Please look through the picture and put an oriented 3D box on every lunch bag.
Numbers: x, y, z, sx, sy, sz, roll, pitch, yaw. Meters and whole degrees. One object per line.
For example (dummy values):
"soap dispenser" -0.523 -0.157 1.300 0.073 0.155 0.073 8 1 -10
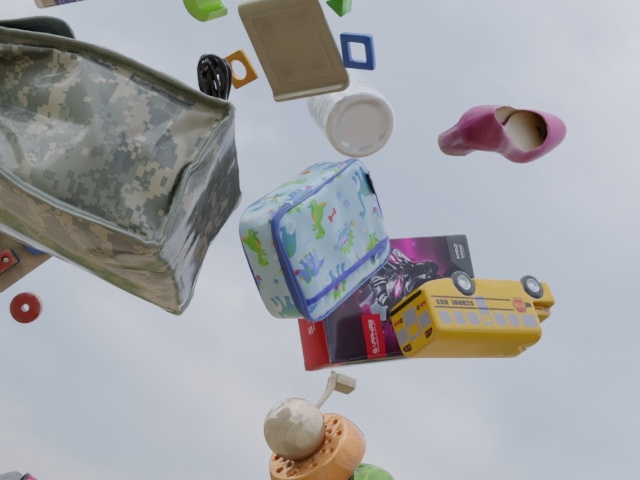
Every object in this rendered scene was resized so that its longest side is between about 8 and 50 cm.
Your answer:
"lunch bag" 0.000 0.000 1.590 0.090 0.219 0.176 -1 -65 40
"lunch bag" -0.225 -0.077 1.044 0.287 0.169 0.235 23 -17 6

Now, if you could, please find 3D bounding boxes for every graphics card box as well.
"graphics card box" 0.131 0.115 2.247 0.370 0.233 0.094 -2 -15 -31

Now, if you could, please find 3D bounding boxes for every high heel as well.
"high heel" 0.289 -0.164 1.680 0.244 0.082 0.117 -2 -14 -34

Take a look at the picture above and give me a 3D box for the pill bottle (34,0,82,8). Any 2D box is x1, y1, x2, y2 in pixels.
"pill bottle" -0.373 -0.441 1.886 0.186 0.112 0.112 -12 -23 -5

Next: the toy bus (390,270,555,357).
"toy bus" 0.288 0.139 2.141 0.332 0.130 0.108 4 -34 -37

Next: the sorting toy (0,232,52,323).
"sorting toy" -0.463 -0.020 1.723 0.274 0.132 0.046 55 -1 -3

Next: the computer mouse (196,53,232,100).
"computer mouse" -0.224 -0.119 1.419 0.060 0.262 0.184 48 -26 47

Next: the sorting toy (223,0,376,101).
"sorting toy" -0.043 -0.353 2.100 0.347 0.047 0.196 -4 -65 39

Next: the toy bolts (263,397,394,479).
"toy bolts" -0.059 0.276 1.133 0.218 0.228 0.158 -24 -63 26

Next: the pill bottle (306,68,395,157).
"pill bottle" 0.044 -0.255 2.218 0.131 0.131 0.229 36 11 -29

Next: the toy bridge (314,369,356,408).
"toy bridge" 0.008 0.252 1.530 0.063 0.188 0.026 21 -37 -20

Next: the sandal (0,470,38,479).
"sandal" -0.338 0.275 1.289 0.179 0.067 0.040 11 -66 59

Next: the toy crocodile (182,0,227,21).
"toy crocodile" -0.185 -0.525 1.916 0.105 0.115 0.341 43 -47 44
